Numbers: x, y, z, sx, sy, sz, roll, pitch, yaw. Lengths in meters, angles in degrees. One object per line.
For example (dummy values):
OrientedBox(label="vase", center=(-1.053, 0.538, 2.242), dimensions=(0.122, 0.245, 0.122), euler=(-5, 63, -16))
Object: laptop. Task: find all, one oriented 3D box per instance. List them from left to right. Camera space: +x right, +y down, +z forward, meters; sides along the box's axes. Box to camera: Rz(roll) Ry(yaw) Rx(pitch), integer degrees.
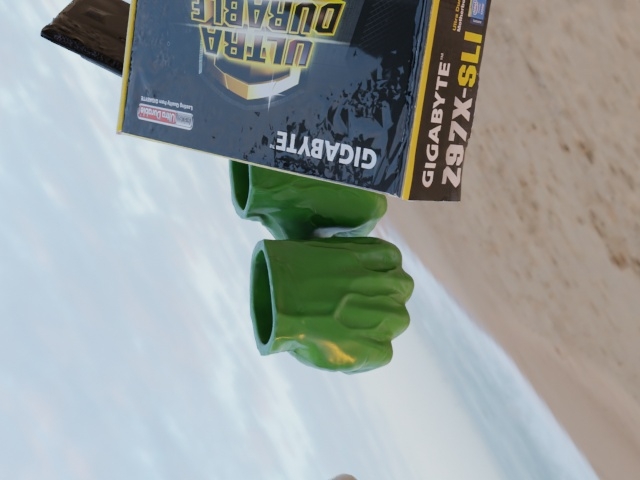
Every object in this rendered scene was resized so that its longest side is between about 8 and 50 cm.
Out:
OrientedBox(label="laptop", center=(-0.184, -0.171, 1.246), dimensions=(0.234, 0.136, 0.264), euler=(25, -152, -7))

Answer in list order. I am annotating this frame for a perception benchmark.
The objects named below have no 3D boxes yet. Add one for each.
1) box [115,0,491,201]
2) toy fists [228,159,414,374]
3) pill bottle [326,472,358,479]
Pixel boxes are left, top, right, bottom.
OrientedBox(label="box", center=(-0.019, -0.182, 0.849), dimensions=(0.322, 0.257, 0.079), euler=(16, -170, 41))
OrientedBox(label="toy fists", center=(0.000, 0.000, 1.030), dimensions=(0.096, 0.142, 0.279), euler=(113, 152, -47))
OrientedBox(label="pill bottle", center=(0.046, 0.412, 0.909), dimensions=(0.392, 0.224, 0.224), euler=(54, -179, 9))
